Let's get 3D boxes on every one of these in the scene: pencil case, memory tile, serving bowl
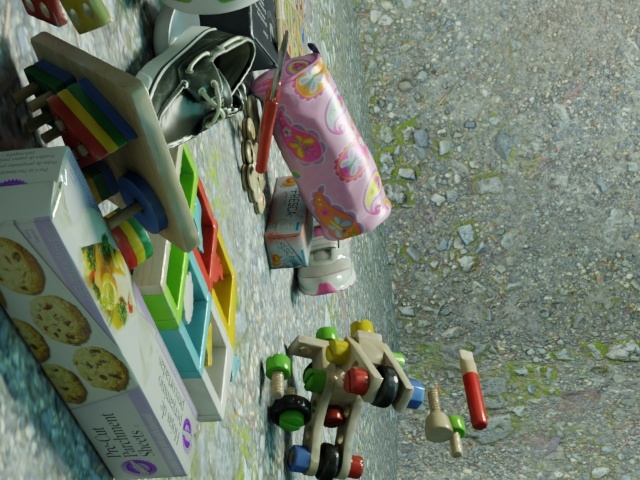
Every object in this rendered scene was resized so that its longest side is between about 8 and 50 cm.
[{"bbox_3d":[0.001,-0.138,1.587,0.284,0.124,0.124,62,17,-22],"label":"pencil case"},{"bbox_3d":[-0.092,-0.120,1.523,0.113,0.012,0.148,69,19,-63],"label":"memory tile"},{"bbox_3d":[-0.148,-0.204,1.091,0.083,0.027,0.083,7,90,-76],"label":"serving bowl"}]

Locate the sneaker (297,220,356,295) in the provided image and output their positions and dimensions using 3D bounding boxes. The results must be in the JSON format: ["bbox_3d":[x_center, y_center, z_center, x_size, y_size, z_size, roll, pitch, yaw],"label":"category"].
[{"bbox_3d":[0.000,0.000,1.846,0.252,0.102,0.111,-94,171,-58],"label":"sneaker"}]

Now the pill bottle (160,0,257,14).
[{"bbox_3d":[-0.111,-0.343,0.987,0.246,0.136,0.136,86,5,-49],"label":"pill bottle"}]

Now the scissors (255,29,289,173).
[{"bbox_3d":[-0.060,-0.198,1.383,0.297,0.021,0.109,104,-6,-56],"label":"scissors"}]

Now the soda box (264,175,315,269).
[{"bbox_3d":[-0.043,-0.031,1.657,0.183,0.058,0.063,-81,164,-57],"label":"soda box"}]

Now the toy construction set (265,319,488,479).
[{"bbox_3d":[0.078,0.199,1.617,0.237,0.308,0.257,-93,-179,-45],"label":"toy construction set"}]

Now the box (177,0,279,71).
[{"bbox_3d":[-0.108,-0.279,1.208,0.156,0.093,0.158,26,59,-81],"label":"box"}]

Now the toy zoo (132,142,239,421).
[{"bbox_3d":[-0.127,0.053,1.110,0.293,0.030,0.192,76,13,-52],"label":"toy zoo"}]

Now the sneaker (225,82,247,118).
[{"bbox_3d":[-0.115,-0.157,1.188,0.158,0.064,0.061,-75,158,-68],"label":"sneaker"}]

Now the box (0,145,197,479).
[{"bbox_3d":[-0.158,0.067,0.763,0.324,0.067,0.063,77,12,-50],"label":"box"}]

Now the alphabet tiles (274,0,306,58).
[{"bbox_3d":[-0.050,-0.367,1.964,0.285,0.011,0.343,16,69,-81],"label":"alphabet tiles"}]

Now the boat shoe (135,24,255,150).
[{"bbox_3d":[-0.121,-0.142,1.027,0.219,0.070,0.078,-66,159,-48],"label":"boat shoe"}]

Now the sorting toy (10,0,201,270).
[{"bbox_3d":[-0.153,-0.066,0.726,0.132,0.046,0.275,30,-34,42],"label":"sorting toy"}]
